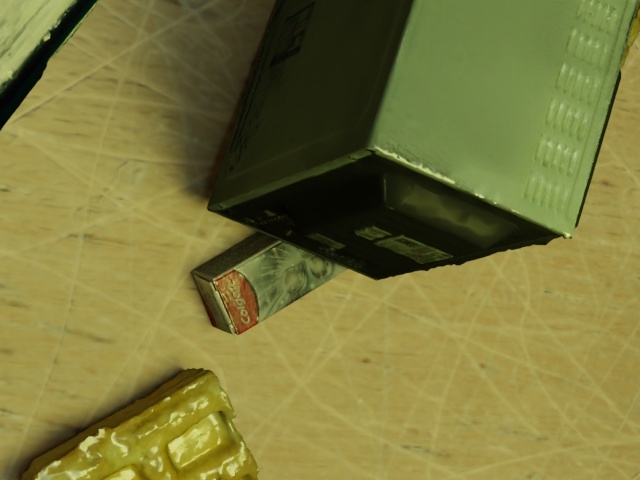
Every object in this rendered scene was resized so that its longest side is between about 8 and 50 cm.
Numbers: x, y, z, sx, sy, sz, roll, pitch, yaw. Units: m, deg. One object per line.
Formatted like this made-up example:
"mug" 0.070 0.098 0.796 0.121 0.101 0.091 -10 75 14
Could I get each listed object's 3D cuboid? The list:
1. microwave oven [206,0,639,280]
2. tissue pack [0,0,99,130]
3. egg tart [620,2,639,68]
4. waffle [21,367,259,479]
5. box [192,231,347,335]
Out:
"microwave oven" 0.076 -0.100 1.316 0.181 0.295 0.237 23 74 -20
"tissue pack" -0.235 -0.248 1.139 0.253 0.264 0.416 46 67 -24
"egg tart" 0.198 -0.233 1.517 0.241 0.106 0.241 -1 92 -32
"waffle" -0.109 0.249 1.414 0.168 0.057 0.274 -31 110 -24
"box" 0.000 0.000 1.460 0.218 0.039 0.055 -32 112 -24
